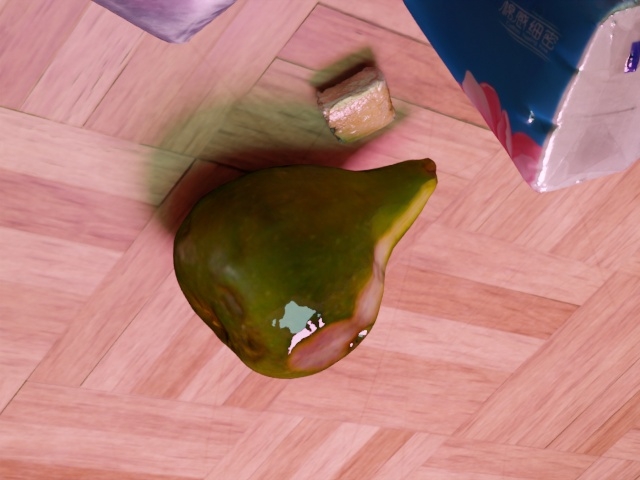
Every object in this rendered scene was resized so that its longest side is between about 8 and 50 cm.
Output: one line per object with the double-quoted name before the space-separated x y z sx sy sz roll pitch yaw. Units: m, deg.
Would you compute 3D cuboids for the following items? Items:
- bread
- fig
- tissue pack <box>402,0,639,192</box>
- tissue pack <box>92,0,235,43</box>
"bread" 0.036 -0.128 1.466 0.070 0.035 0.083 -29 150 3
"fig" 0.000 0.000 1.495 0.275 0.206 0.206 -38 147 -18
"tissue pack" 0.176 -0.206 1.261 0.137 0.270 0.209 -10 142 -25
"tissue pack" -0.129 -0.291 1.063 0.259 0.122 0.361 -37 154 18
